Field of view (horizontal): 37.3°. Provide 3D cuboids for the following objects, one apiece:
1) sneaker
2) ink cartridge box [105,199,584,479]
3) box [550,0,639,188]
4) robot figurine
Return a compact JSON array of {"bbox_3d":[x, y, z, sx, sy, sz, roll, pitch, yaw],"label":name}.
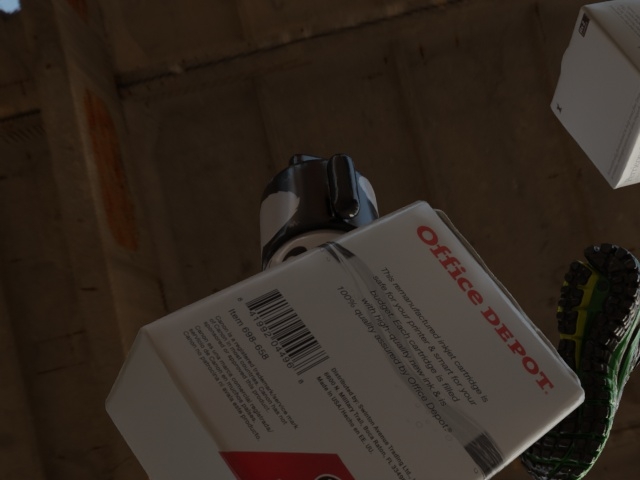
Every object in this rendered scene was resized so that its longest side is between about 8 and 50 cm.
[{"bbox_3d":[0.381,0.185,1.309,0.134,0.146,0.343,22,-91,41],"label":"sneaker"},{"bbox_3d":[0.024,0.111,0.664,0.273,0.114,0.197,-24,-111,-38],"label":"ink cartridge box"},{"bbox_3d":[0.417,-0.200,1.265,0.119,0.181,0.182,-14,-128,-15],"label":"box"},{"bbox_3d":[-0.002,-0.002,1.318,0.174,0.209,0.278,-19,-138,12],"label":"robot figurine"}]
